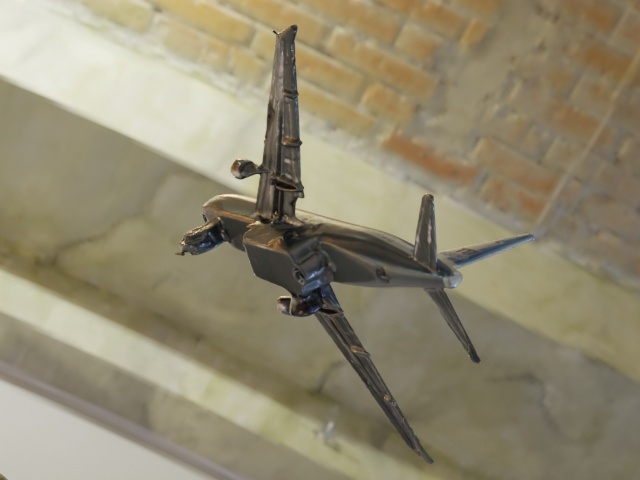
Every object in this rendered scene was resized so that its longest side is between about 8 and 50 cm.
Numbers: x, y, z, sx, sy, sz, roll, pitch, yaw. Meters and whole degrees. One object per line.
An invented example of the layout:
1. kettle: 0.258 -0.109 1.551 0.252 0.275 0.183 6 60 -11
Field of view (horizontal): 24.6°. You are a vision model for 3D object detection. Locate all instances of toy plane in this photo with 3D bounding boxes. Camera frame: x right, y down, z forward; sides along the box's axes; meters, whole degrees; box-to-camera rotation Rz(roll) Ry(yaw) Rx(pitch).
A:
1. toy plane: -0.001 0.002 0.704 0.058 0.226 0.226 -33 -154 -35

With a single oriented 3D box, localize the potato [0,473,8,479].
1. potato: -0.356 0.257 1.003 0.243 0.326 0.221 44 167 34
